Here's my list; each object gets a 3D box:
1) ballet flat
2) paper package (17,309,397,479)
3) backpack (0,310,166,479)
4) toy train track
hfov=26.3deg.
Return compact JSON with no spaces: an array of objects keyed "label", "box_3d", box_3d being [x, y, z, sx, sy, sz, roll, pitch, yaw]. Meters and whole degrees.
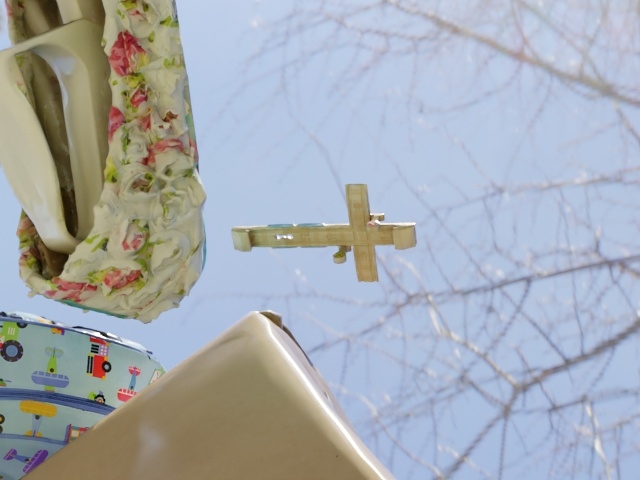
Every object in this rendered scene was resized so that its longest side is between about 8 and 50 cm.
[{"label":"ballet flat","box_3d":[-0.097,-0.085,0.533,0.091,0.077,0.241,-16,-96,42]},{"label":"paper package","box_3d":[-0.076,0.218,0.566,0.324,0.168,0.309,-35,-158,-6]},{"label":"backpack","box_3d":[-0.170,0.114,0.751,0.173,0.158,0.117,-33,-131,39]},{"label":"toy train track","box_3d":[0.000,0.000,0.600,0.083,0.048,0.014,-1,-154,16]}]
